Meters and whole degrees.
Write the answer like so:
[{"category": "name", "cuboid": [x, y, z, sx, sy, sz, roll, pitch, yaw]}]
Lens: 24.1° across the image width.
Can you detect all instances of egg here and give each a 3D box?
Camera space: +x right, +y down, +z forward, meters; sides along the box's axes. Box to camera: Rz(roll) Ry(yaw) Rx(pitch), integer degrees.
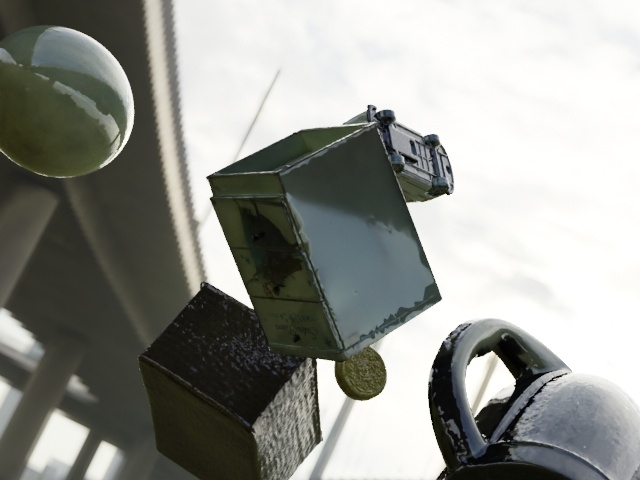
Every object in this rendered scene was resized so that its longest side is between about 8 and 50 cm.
[{"category": "egg", "cuboid": [-0.337, -0.177, 1.907, 0.187, 0.186, 0.253, 21, -9, 17]}]

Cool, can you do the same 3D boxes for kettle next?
[{"category": "kettle", "cuboid": [0.235, 0.229, 1.635, 0.228, 0.324, 0.321, -38, -87, 31]}]

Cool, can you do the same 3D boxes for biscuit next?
[{"category": "biscuit", "cuboid": [0.057, 0.186, 2.116, 0.084, 0.084, 0.023, 31, -35, -23]}]

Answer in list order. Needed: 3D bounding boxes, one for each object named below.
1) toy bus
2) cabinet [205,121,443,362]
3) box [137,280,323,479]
[{"category": "toy bus", "cuboid": [0.096, -0.102, 1.933, 0.089, 0.087, 0.194, -23, -25, 30]}, {"category": "cabinet", "cuboid": [0.000, 0.000, 1.570, 0.145, 0.150, 0.206, 1, -64, 57]}, {"category": "box", "cuboid": [-0.112, 0.204, 1.897, 0.184, 0.143, 0.273, 31, -28, 20]}]
